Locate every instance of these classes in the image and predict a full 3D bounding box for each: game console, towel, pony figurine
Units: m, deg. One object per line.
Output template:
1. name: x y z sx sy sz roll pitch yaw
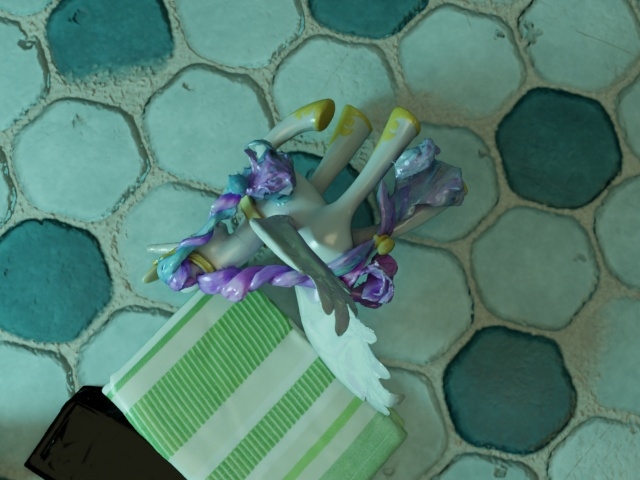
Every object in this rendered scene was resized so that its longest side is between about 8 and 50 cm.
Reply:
1. game console: -0.304 0.372 1.675 0.213 0.044 0.361 33 77 2
2. towel: -0.079 0.215 1.706 0.325 0.038 0.248 43 70 3
3. pony figurine: 0.000 0.000 1.650 0.363 0.302 0.351 -42 54 -16
